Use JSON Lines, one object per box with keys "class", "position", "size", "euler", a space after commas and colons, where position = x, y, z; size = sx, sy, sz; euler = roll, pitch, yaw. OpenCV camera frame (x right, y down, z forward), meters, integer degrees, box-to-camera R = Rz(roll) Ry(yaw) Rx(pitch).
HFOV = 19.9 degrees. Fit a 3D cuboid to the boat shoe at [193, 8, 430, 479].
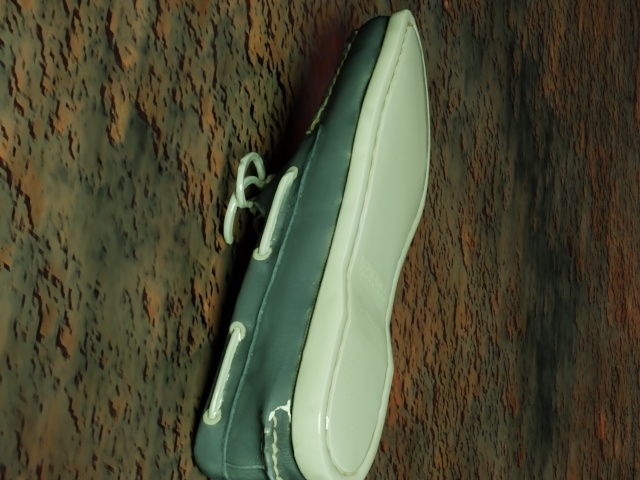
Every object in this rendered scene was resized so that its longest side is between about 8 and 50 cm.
{"class": "boat shoe", "position": [0.000, 0.000, 0.865], "size": [0.095, 0.079, 0.254], "euler": [52, 43, -55]}
